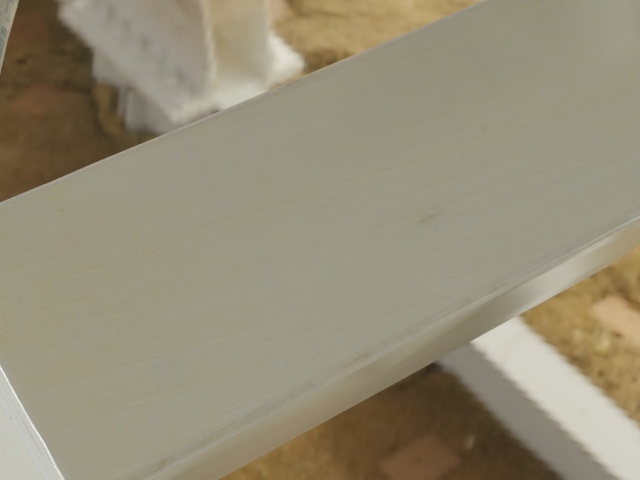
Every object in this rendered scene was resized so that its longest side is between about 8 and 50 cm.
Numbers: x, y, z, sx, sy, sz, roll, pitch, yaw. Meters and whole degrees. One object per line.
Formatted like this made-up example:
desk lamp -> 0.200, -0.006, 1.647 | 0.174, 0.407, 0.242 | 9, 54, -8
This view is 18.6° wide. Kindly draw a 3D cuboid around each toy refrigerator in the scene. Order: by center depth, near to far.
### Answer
toy refrigerator -> 0.000, 0.000, 0.605 | 0.269, 0.102, 0.094 | -26, -100, -32

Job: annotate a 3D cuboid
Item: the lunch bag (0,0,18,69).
lunch bag -> -0.282, -0.071, 0.810 | 0.287, 0.169, 0.235 | 4, -105, 32
